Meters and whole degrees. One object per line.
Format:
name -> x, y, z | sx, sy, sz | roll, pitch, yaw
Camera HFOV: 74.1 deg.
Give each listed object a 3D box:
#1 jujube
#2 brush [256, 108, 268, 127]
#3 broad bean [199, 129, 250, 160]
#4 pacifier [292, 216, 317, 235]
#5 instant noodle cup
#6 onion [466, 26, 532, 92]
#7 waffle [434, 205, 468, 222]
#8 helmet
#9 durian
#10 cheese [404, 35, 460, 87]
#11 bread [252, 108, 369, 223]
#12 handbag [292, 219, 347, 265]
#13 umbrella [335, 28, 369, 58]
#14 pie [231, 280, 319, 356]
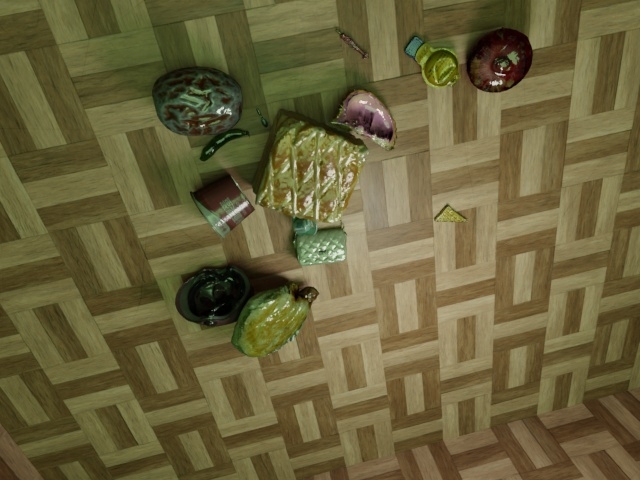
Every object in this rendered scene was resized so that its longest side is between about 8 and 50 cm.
jujube -> -0.435, -0.502, 1.542 | 0.308, 0.215, 0.246 | -15, 119, -4
brush -> -0.235, -0.492, 1.702 | 0.024, 0.008, 0.083 | -24, 118, 6
broad bean -> -0.394, -0.392, 1.706 | 0.227, 0.039, 0.069 | -26, 124, 2
pacifier -> -0.059, -0.085, 1.873 | 0.117, 0.150, 0.126 | -29, 101, -41
instant noodle cup -> -0.392, -0.149, 1.733 | 0.178, 0.235, 0.234 | -34, 118, -3
onion -> 0.706, -0.703, 1.674 | 0.246, 0.190, 0.246 | 4, 122, 7
waffle -> 0.634, -0.098, 2.057 | 0.153, 0.023, 0.097 | 30, 109, -23
helmet -> -0.455, 0.269, 1.920 | 0.338, 0.271, 0.197 | -19, 148, 0
durian -> 0.185, -0.494, 1.728 | 0.341, 0.112, 0.191 | 15, 83, -32
cheese -> 0.451, -0.712, 1.692 | 0.250, 0.064, 0.156 | 34, 105, -14
bread -> -0.047, -0.283, 1.696 | 0.371, 0.279, 0.390 | 18, 114, -16
handbag -> 0.000, 0.000, 1.958 | 0.256, 0.079, 0.219 | -8, 106, -8
umbrella -> 0.124, -0.755, 1.630 | 0.165, 0.025, 0.027 | 30, 86, -24
pie -> -0.230, 0.354, 1.934 | 0.418, 0.180, 0.395 | 0, 124, -55
